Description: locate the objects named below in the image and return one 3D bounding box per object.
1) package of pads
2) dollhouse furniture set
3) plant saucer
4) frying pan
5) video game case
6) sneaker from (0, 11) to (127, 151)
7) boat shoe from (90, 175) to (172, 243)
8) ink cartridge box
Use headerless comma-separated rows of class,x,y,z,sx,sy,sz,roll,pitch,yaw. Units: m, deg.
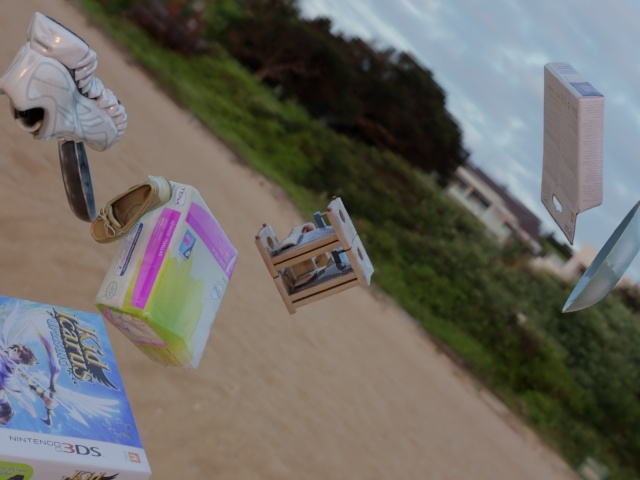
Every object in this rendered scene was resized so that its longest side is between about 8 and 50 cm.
package of pads,-0.234,0.064,2.090,0.101,0.229,0.296,14,-18,17
dollhouse furniture set,0.000,0.000,1.986,0.129,0.129,0.184,65,17,-15
plant saucer,0.407,0.031,1.857,0.037,0.195,0.195,35,-1,6
frying pan,-0.439,-0.148,2.355,0.326,0.053,0.197,88,-10,-66
video game case,-0.344,0.175,1.559,0.244,0.061,0.269,16,33,-37
sneaker,-0.324,-0.170,1.645,0.110,0.118,0.292,31,-12,15
boat shoe,-0.280,-0.043,1.902,0.048,0.153,0.056,-7,70,-62
ink cartridge box,0.373,-0.133,1.976,0.223,0.045,0.224,-100,-172,-69
